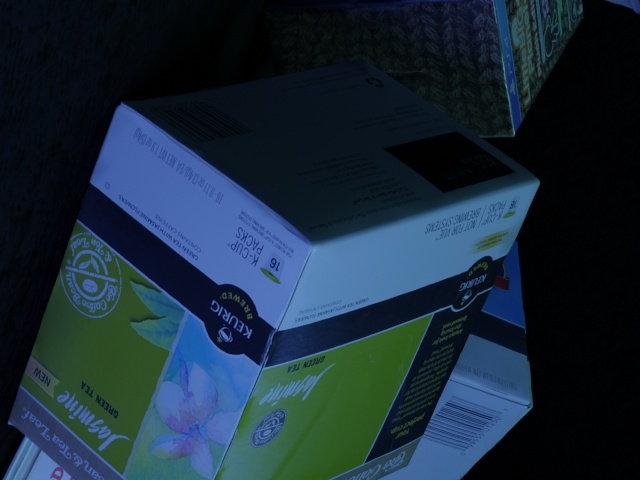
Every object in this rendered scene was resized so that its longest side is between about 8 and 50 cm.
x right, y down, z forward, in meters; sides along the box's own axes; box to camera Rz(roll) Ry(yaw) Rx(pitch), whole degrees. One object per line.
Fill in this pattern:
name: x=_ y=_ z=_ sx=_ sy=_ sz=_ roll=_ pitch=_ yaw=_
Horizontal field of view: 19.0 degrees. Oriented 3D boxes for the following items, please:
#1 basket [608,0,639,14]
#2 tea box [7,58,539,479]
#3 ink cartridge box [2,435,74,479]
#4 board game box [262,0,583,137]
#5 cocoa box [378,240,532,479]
basket: x=0.274 y=-0.438 z=2.127 sx=0.331 sy=0.328 sz=0.266 roll=-10 pitch=122 yaw=-81
tea box: x=-0.038 y=0.051 z=1.594 sx=0.329 sy=0.220 sz=0.323 roll=-15 pitch=134 yaw=-52
ink cartridge box: x=-0.211 y=0.245 z=1.813 sx=0.207 sy=0.119 sz=0.353 roll=-63 pitch=173 yaw=-5
board game box: x=0.111 y=-0.224 z=1.893 sx=0.291 sy=0.232 sz=0.141 roll=-54 pitch=138 yaw=-54
cocoa box: x=0.034 y=0.145 z=2.016 sx=0.347 sy=0.231 sz=0.228 roll=-53 pitch=-155 yaw=41
